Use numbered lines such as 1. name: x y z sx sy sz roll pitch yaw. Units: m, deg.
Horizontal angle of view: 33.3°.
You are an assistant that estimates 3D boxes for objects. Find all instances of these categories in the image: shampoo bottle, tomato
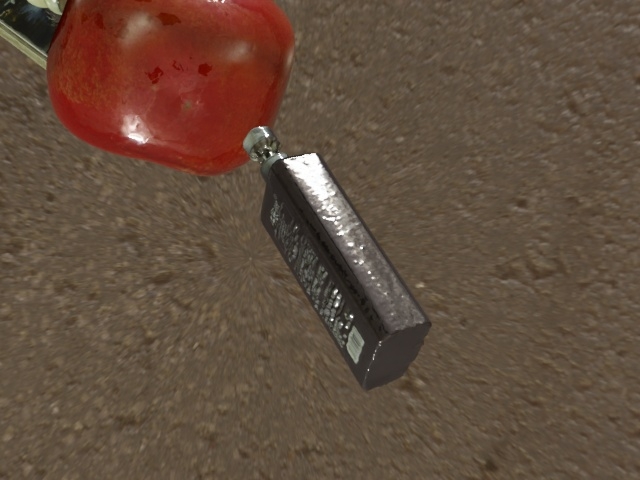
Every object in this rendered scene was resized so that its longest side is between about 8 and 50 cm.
1. shampoo bottle: 0.000 -0.001 1.090 0.071 0.098 0.309 -18 57 -24
2. tomato: -0.198 -0.237 1.455 0.325 0.289 0.293 18 118 -27

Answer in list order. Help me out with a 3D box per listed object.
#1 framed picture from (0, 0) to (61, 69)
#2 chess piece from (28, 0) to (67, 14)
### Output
1. framed picture: -0.446 -0.448 1.765 0.232 0.019 0.296 36 65 -12
2. chess piece: -0.482 -0.437 1.629 0.243 0.133 0.133 17 88 6
